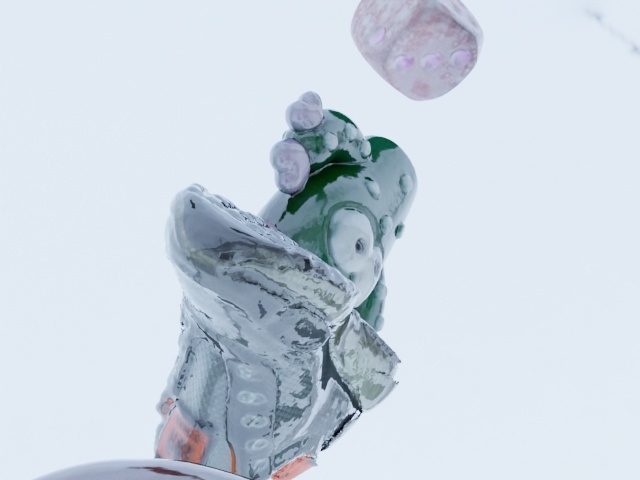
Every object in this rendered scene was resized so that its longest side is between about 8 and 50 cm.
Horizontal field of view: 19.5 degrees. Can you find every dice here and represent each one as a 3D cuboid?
[{"bbox_3d":[0.090,-0.192,1.727,0.091,0.094,0.093,-44,130,17],"label":"dice"}]

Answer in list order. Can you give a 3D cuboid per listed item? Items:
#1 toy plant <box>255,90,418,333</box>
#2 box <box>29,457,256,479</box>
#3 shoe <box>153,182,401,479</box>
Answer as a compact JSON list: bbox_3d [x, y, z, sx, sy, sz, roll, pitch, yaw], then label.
[{"bbox_3d":[0.001,0.005,1.620,0.112,0.243,0.232,9,159,33],"label":"toy plant"},{"bbox_3d":[-0.116,0.224,0.476,0.404,0.263,0.108,-45,123,-26],"label":"box"},{"bbox_3d":[-0.059,0.087,1.233,0.171,0.132,0.336,-54,157,-8],"label":"shoe"}]
